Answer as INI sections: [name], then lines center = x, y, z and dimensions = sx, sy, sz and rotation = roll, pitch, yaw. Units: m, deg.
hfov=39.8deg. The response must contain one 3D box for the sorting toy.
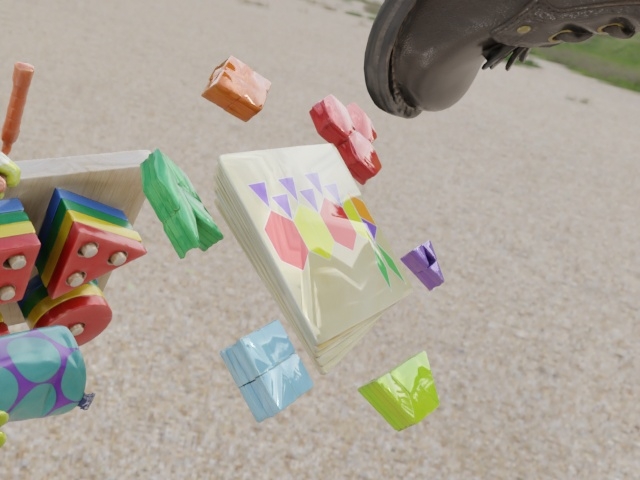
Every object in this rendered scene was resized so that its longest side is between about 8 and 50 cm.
[sorting toy]
center = -0.306, 0.036, 0.918
dimensions = 0.255, 0.257, 0.089
rotation = -11, 57, -40

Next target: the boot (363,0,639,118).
[boot]
center = 0.145, -0.080, 0.314
dimensions = 0.229, 0.091, 0.263
rotation = 26, -22, 2

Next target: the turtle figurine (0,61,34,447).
[turtle figurine]
center = -0.234, 0.036, 0.488
dimensions = 0.087, 0.269, 0.217
rotation = 29, 21, -48

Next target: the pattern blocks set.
[pattern blocks set]
center = 0.000, 0.000, 0.626
dimensions = 0.324, 0.026, 0.285
rotation = -2, 64, -60

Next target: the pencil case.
[pencil case]
center = -0.225, 0.101, 0.577
dimensions = 0.064, 0.070, 0.151
rotation = 29, 20, 28
